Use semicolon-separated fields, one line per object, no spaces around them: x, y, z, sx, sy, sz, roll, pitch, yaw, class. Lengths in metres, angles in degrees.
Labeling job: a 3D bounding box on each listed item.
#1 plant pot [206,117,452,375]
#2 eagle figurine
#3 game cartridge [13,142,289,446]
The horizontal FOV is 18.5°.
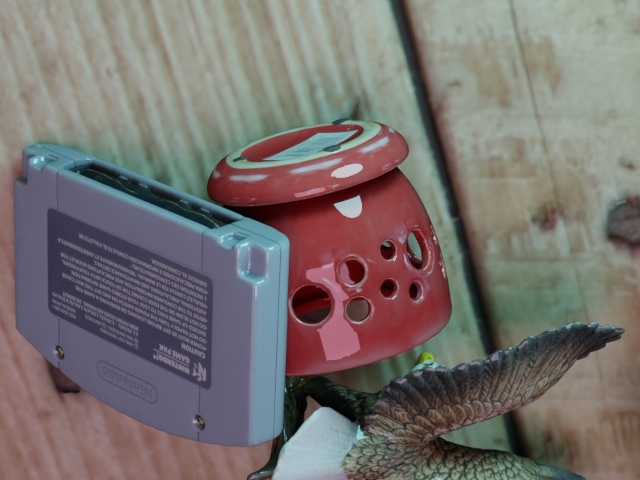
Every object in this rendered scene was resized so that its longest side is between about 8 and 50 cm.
0.000;0.000;1.624;0.191;0.191;0.174;-13;104;3;plant pot
0.101;0.165;1.671;0.298;0.225;0.226;9;157;11;eagle figurine
-0.142;0.050;1.613;0.062;0.297;0.198;-25;125;-41;game cartridge
